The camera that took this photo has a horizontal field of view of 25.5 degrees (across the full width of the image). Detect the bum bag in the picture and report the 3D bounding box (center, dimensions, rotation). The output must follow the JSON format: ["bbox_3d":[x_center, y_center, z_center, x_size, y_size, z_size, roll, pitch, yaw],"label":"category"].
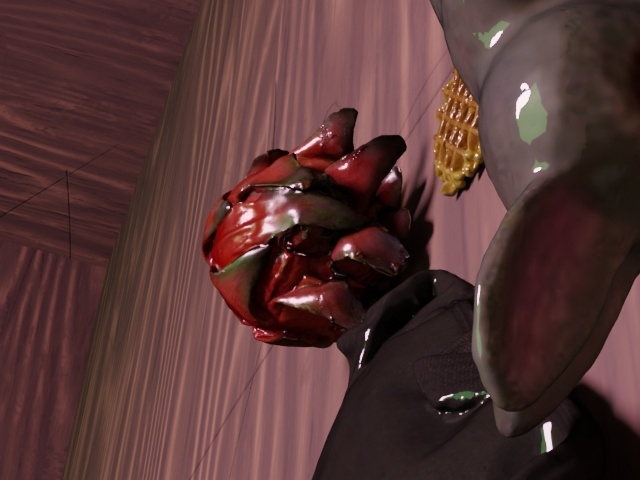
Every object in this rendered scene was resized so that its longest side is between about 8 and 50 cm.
[{"bbox_3d":[0.049,0.103,0.544,0.326,0.079,0.142,-117,51,-78],"label":"bum bag"}]

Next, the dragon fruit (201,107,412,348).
[{"bbox_3d":[-0.004,0.004,0.840,0.121,0.130,0.142,-41,-14,-39],"label":"dragon fruit"}]

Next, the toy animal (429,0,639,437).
[{"bbox_3d":[0.093,-0.052,0.480,0.125,0.127,0.251,-26,49,36],"label":"toy animal"}]

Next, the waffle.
[{"bbox_3d":[0.080,-0.067,0.754,0.085,0.016,0.078,132,147,-66],"label":"waffle"}]
